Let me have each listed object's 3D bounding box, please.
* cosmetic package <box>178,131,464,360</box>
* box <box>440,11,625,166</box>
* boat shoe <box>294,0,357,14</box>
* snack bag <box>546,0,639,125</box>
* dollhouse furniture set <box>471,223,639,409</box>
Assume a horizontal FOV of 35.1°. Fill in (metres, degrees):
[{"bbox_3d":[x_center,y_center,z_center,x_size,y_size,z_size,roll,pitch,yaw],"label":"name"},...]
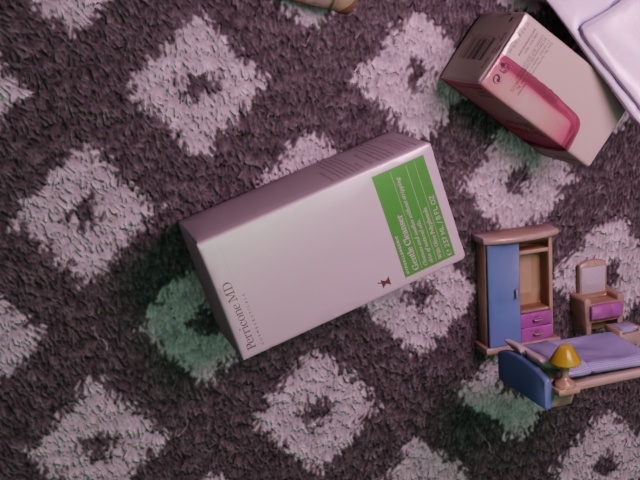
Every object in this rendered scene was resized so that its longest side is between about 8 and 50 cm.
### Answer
[{"bbox_3d":[0.000,0.000,1.487,0.365,0.155,0.197,-26,110,-13],"label":"cosmetic package"},{"bbox_3d":[0.327,-0.232,1.544,0.232,0.148,0.127,33,91,-21],"label":"box"},{"bbox_3d":[0.030,-0.486,1.388,0.110,0.121,0.341,10,110,-12],"label":"boat shoe"},{"bbox_3d":[0.497,-0.390,1.479,0.323,0.037,0.342,-36,84,-3],"label":"snack bag"},{"bbox_3d":[0.406,0.102,1.561,0.286,0.303,0.198,-8,105,-16],"label":"dollhouse furniture set"}]
